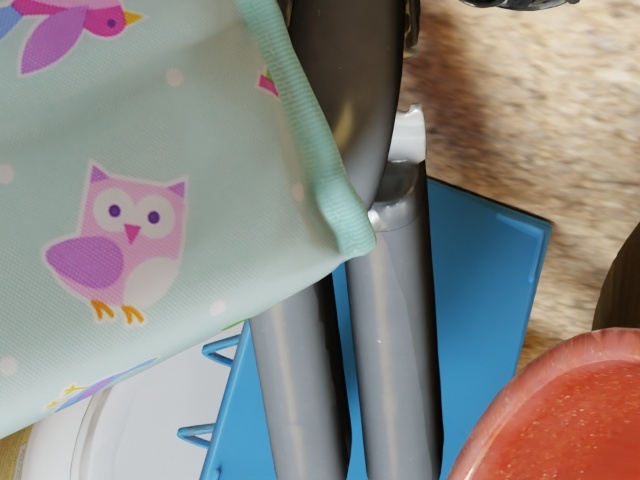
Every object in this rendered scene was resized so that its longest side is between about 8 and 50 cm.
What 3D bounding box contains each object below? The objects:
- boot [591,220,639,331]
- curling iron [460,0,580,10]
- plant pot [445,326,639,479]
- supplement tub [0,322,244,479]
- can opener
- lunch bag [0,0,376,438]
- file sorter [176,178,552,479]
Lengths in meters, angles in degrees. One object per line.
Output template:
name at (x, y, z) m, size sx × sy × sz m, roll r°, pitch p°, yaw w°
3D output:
boot at (0.220, 0.026, 0.693) m, size 0.203 × 0.095 × 0.262 m, roll 12°, pitch 157°, yaw -4°
curling iron at (0.011, -0.125, 0.471) m, size 0.068 × 0.035 × 0.274 m, roll 1°, pitch 160°, yaw 27°
plant pot at (0.198, 0.178, 0.642) m, size 0.265 × 0.272 × 0.272 m, roll 8°, pitch 167°, yaw -22°
supplement tub at (-0.057, 0.151, 1.077) m, size 0.241 × 0.241 × 0.331 m, roll 18°, pitch 164°, yaw -12°
can opener at (0.000, 0.000, 0.675) m, size 0.074 × 0.093 × 0.280 m, roll 1°, pitch 137°, yaw 8°
lunch bag at (-0.139, -0.008, 0.606) m, size 0.223 × 0.160 × 0.262 m, roll -25°, pitch -173°, yaw -20°
file sorter at (0.008, 0.060, 0.855) m, size 0.118 × 0.170 × 0.104 m, roll 20°, pitch 167°, yaw -17°
